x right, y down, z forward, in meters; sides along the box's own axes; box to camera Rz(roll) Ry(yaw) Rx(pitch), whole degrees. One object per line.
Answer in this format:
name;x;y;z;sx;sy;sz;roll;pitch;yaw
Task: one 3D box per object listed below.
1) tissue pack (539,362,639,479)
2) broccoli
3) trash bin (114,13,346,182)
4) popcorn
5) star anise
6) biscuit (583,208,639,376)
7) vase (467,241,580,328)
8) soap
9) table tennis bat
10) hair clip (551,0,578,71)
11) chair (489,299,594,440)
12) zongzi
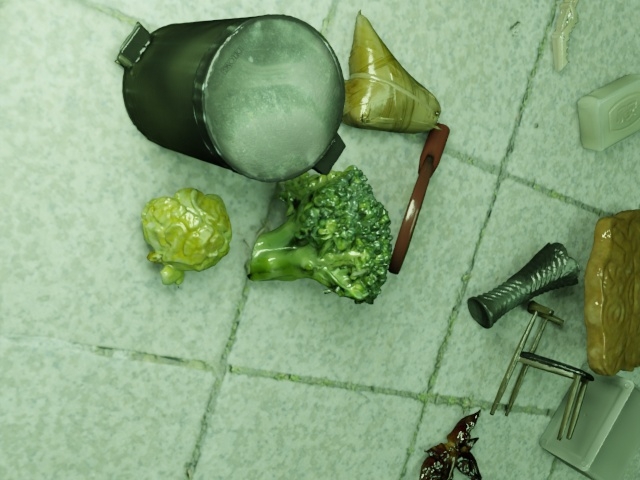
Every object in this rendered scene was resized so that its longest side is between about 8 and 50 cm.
tissue pack;0.679;0.449;1.746;0.136;0.159;0.246;37;83;-32
broccoli;0.000;0.000;1.212;0.246;0.248;0.288;-3;120;6
trash bin;-0.131;-0.201;0.988;0.252;0.301;0.203;38;81;-36
popcorn;-0.204;-0.011;1.091;0.162;0.136;0.141;-51;130;-13
star anise;0.296;0.486;1.578;0.212;0.053;0.157;-33;115;-22
biscuit;0.719;0.118;1.674;0.365;0.062;0.385;-1;92;-46
vase;0.432;0.102;1.536;0.237;0.115;0.115;-28;116;-19
soap;0.660;-0.289;1.600;0.183;0.064;0.121;-28;118;-23
table tennis bat;0.176;-0.082;1.308;0.038;0.200;0.310;19;68;7
hair clip;0.508;-0.466;1.478;0.072;0.034;0.225;11;98;-30
chair;0.506;0.283;1.570;0.188;0.166;0.272;26;81;-61
zongzi;0.126;-0.288;1.253;0.195;0.099;0.197;3;93;-33
